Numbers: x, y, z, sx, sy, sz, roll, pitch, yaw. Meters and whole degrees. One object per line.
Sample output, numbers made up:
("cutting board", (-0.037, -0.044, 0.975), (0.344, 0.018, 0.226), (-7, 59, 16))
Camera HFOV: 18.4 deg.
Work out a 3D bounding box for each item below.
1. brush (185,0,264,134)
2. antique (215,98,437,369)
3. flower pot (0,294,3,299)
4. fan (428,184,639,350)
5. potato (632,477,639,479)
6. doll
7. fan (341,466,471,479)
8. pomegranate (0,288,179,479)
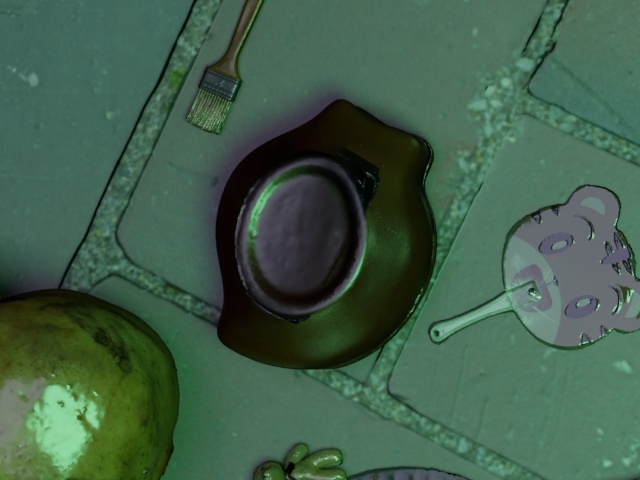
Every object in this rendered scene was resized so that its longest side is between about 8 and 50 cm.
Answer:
("brush", (-0.091, -0.193, 2.043), (0.043, 0.014, 0.170), (24, 93, 15))
("antique", (0.000, 0.000, 1.944), (0.223, 0.129, 0.278), (34, 94, 18))
("flower pot", (-0.458, 0.061, 2.060), (0.179, 0.195, 0.195), (40, 98, 27))
("fan", (0.208, 0.049, 1.940), (0.226, 0.008, 0.153), (-23, 81, 13))
("potato", (0.337, 0.287, 1.861), (0.261, 0.100, 0.120), (-10, 123, 2))
("doll", (-0.023, 0.237, 1.990), (0.093, 0.051, 0.062), (-9, 64, -10))
("fan", (0.065, 0.358, 1.963), (0.223, 0.012, 0.294), (26, 95, 17))
("pomegranate", (-0.271, 0.184, 1.945), (0.281, 0.281, 0.281), (-1, 86, 17))
